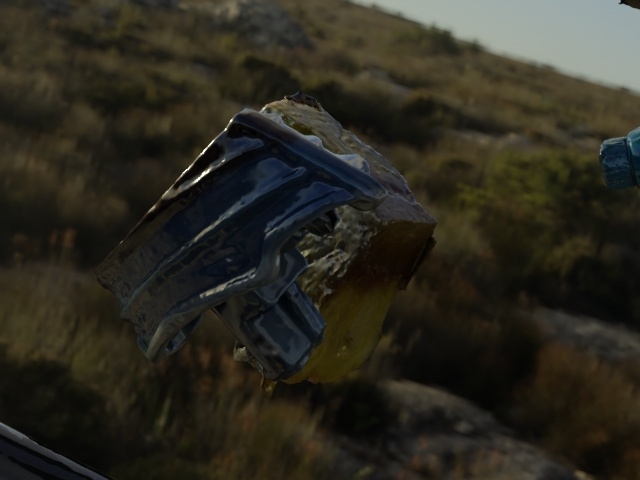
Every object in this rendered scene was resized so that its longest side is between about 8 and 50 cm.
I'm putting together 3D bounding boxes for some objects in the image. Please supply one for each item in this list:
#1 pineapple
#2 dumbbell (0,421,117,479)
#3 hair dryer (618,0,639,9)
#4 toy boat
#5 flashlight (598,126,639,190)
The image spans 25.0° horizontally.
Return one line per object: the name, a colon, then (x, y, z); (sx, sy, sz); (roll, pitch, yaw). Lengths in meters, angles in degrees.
pineapple: (0.000, 0.000, 1.124); (0.186, 0.236, 0.114); (1, 6, 41)
dumbbell: (-0.071, 0.103, 0.491); (0.406, 0.179, 0.179); (28, 7, -9)
hair dryer: (0.238, -0.054, 0.492); (0.272, 0.091, 0.235); (16, 14, -18)
toy boat: (-0.045, 0.016, 0.901); (0.142, 0.129, 0.309); (45, -33, -5)
flashlight: (0.201, -0.049, 0.703); (0.129, 0.051, 0.051); (-10, 2, 15)
